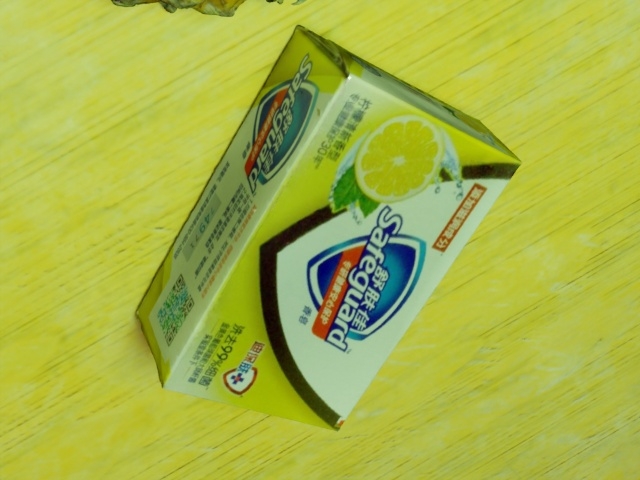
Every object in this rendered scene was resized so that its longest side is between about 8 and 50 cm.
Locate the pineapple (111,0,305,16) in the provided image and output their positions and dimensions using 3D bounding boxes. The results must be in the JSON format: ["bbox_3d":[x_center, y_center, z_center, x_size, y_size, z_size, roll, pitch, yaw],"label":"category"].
[{"bbox_3d":[-0.007,-0.191,0.520,0.140,0.164,0.250,29,103,-42],"label":"pineapple"}]

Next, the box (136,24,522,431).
[{"bbox_3d":[0.000,0.000,0.677,0.168,0.097,0.265,23,110,-31],"label":"box"}]
